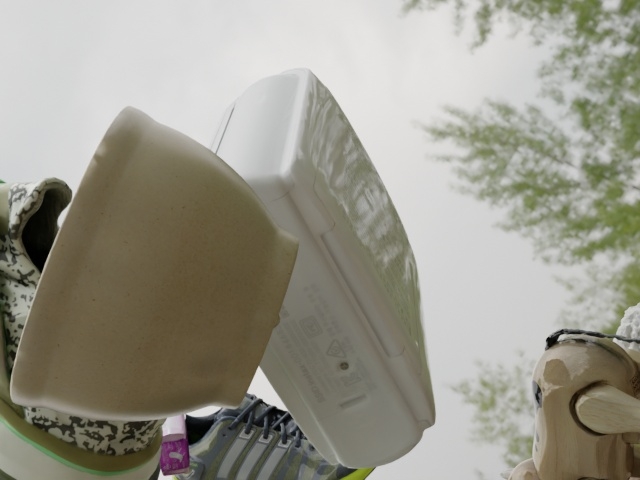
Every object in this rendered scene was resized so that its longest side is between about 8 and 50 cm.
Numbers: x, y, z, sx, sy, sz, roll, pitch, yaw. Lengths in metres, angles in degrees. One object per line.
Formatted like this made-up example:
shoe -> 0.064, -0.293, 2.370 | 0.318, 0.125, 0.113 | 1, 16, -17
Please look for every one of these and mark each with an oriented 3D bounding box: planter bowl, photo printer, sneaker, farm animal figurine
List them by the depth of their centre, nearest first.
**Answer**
planter bowl -> -0.076, 0.025, 0.506 | 0.162, 0.109, 0.162 | -159, 90, -84
sneaker -> -0.242, 0.003, 0.672 | 0.182, 0.410, 0.158 | -52, 1, 21
photo printer -> 0.000, 0.000, 0.814 | 0.107, 0.256, 0.307 | -24, 23, 13
farm animal figurine -> 0.230, 0.229, 0.896 | 0.330, 0.172, 0.326 | -11, -69, -59
sneaker -> -0.059, 0.234, 1.129 | 0.111, 0.300, 0.121 | -63, -45, -63

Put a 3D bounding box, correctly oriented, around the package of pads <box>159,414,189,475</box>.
package of pads -> -0.150, 0.192, 0.984 | 0.032, 0.083, 0.050 | -8, -64, -7
